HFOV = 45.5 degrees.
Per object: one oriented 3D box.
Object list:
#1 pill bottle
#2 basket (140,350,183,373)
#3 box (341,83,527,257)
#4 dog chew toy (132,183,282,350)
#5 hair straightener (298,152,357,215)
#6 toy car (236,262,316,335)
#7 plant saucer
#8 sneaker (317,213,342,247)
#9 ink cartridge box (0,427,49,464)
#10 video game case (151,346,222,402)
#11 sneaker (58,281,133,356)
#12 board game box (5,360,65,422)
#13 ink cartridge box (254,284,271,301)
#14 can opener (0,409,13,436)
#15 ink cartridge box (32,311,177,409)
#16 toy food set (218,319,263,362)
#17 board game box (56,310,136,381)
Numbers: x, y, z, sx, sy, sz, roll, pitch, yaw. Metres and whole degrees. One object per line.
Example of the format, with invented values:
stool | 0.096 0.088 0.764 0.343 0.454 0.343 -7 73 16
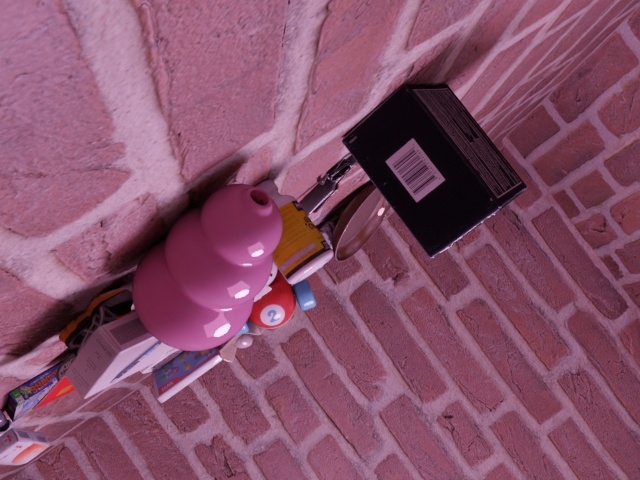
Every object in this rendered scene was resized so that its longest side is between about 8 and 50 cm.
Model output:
pill bottle | -0.066 -0.018 1.407 0.103 0.184 0.103 -35 174 -4
basket | -0.442 0.280 2.041 0.113 0.103 0.167 -36 175 -2
box | 0.241 -0.151 1.555 0.183 0.296 0.294 -39 173 27
dog chew toy | -0.174 0.035 1.243 0.207 0.206 0.332 -29 163 -49
hair straightener | 0.032 -0.134 1.715 0.230 0.047 0.089 -39 173 28
toy car | -0.148 0.092 1.830 0.219 0.210 0.238 -21 160 -2
plant saucer | 0.129 -0.072 2.352 0.310 0.050 0.310 -46 160 -22
sneaker | 0.000 0.000 2.430 0.118 0.110 0.292 -11 -164 37
ink cartridge box | -0.720 0.495 1.710 0.179 0.045 0.145 -40 161 -5
video game case | -0.391 0.311 2.149 0.204 0.025 0.285 -36 -149 -1
sneaker | -0.392 0.150 1.405 0.215 0.083 0.084 -41 171 30
board game box | -0.645 0.346 1.743 0.136 0.035 0.201 -32 173 -32
ink cartridge box | -0.202 0.095 1.711 0.198 0.115 0.067 -31 -147 40
can opener | -0.731 0.433 1.723 0.074 0.093 0.280 -32 168 -26
ink cartridge box | -0.352 0.214 1.422 0.261 0.066 0.296 -47 168 28
toy food set | -0.195 0.194 2.083 0.306 0.092 0.219 135 -31 -59
board game box | -0.482 0.232 1.651 0.194 0.060 0.194 -37 173 12
